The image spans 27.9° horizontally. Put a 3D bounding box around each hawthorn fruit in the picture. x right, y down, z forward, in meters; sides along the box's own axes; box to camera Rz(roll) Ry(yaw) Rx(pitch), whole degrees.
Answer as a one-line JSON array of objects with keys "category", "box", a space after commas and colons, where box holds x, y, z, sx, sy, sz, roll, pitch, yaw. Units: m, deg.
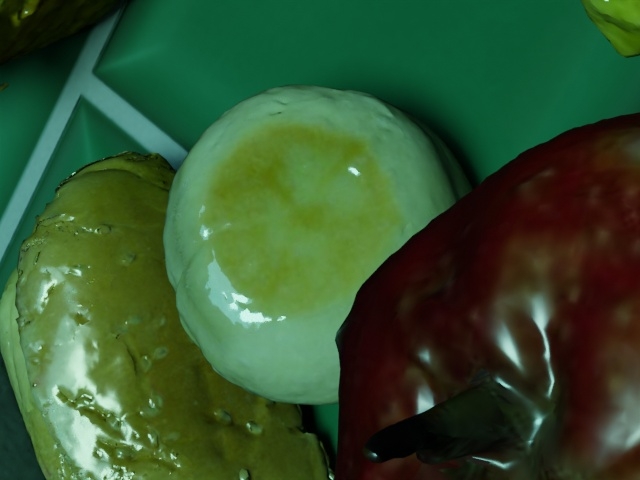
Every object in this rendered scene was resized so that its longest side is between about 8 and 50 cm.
[{"category": "hawthorn fruit", "box": [0.114, 0.080, 0.429, 0.254, 0.300, 0.254, -4, 84, 40]}]

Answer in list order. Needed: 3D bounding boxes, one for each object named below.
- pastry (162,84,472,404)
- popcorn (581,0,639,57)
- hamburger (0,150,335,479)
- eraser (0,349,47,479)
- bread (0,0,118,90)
[{"category": "pastry", "box": [0.000, 0.000, 0.614, 0.156, 0.092, 0.156, -1, 79, 5]}, {"category": "popcorn", "box": [0.196, -0.175, 0.449, 0.225, 0.174, 0.286, 22, 69, -7]}, {"category": "hamburger", "box": [-0.090, 0.079, 0.670, 0.124, 0.131, 0.262, -32, 76, 29]}, {"category": "eraser", "box": [-0.240, 0.125, 0.779, 0.077, 0.111, 0.353, -36, 70, 30]}, {"category": "bread", "box": [-0.246, -0.260, 0.723, 0.358, 0.204, 0.337, 41, 120, 21]}]
